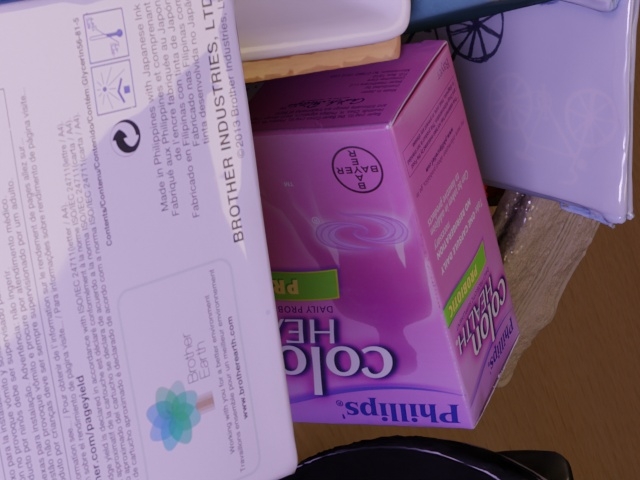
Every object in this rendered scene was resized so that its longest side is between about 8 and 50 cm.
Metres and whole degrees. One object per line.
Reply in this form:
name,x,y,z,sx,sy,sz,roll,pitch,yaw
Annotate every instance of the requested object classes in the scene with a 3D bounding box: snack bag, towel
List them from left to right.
snack bag,0.115,-0.199,1.287,0.037,0.323,0.343,-15,112,-39
towel,0.191,0.027,1.574,0.187,0.049,0.282,5,114,-63

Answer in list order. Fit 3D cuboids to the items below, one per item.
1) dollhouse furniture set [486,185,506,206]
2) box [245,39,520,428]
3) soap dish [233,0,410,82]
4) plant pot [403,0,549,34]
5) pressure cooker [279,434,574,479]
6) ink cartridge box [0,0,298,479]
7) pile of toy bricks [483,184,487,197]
dollhouse furniture set,0.183,-0.200,1.598,0.262,0.135,0.259,66,35,-37
box,0.000,0.000,1.152,0.117,0.213,0.243,-57,138,-48
soap dish,-0.089,-0.205,0.995,0.291,0.118,0.229,-13,101,-35
plant pot,0.025,-0.216,1.170,0.165,0.234,0.166,-18,92,-61
pressure cooker,0.116,0.349,1.211,0.370,0.375,0.420,-48,147,2
ink cartridge box,-0.212,0.032,0.737,0.395,0.151,0.270,-20,107,-43
pile of toy bricks,0.095,0.014,1.453,0.212,0.105,0.118,-34,119,-58
